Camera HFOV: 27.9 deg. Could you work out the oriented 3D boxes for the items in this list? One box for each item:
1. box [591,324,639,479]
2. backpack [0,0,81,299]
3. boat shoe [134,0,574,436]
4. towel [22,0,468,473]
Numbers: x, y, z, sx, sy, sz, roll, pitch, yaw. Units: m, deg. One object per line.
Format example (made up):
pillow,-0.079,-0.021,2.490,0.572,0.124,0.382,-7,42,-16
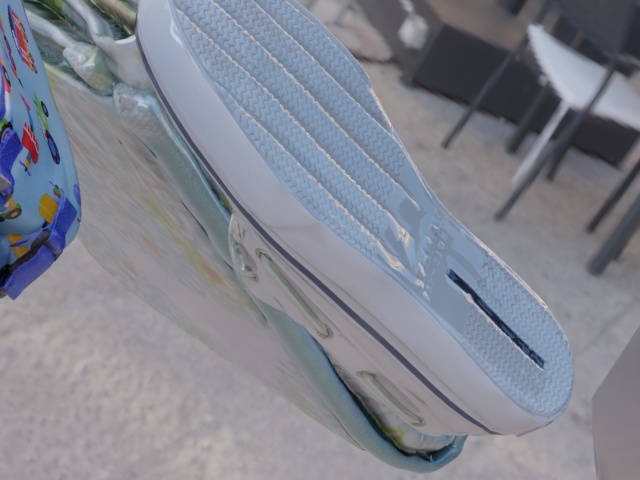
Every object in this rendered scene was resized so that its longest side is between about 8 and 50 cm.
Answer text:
box,0.249,0.103,0.672,0.184,0.103,0.261,-7,-16,3
backpack,-0.152,-0.061,0.354,0.173,0.117,0.158,72,-3,-65
boat shoe,0.000,0.000,0.479,0.226,0.076,0.083,50,41,-16
towel,-0.085,-0.040,0.732,0.320,0.090,0.374,31,-19,41
